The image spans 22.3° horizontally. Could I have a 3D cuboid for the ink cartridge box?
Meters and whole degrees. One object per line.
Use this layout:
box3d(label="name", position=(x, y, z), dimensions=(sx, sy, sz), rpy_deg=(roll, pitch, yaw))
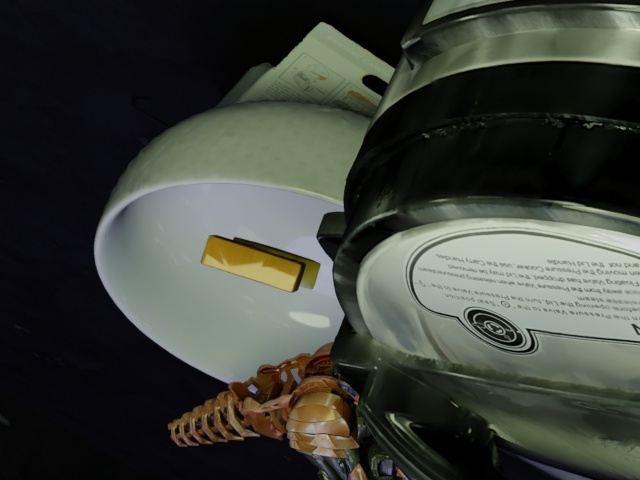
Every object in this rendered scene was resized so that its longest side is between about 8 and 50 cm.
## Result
box3d(label="ink cartridge box", position=(0.027, -0.090, 1.331), dimensions=(0.189, 0.066, 0.232), rpy_deg=(31, 141, -15))

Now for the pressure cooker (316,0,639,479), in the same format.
box3d(label="pressure cooker", position=(0.212, -0.028, 0.765), dimensions=(0.375, 0.420, 0.370), rpy_deg=(26, 159, -2))

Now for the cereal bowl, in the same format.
box3d(label="cereal bowl", position=(0.000, 0.000, 1.289), dimensions=(0.339, 0.141, 0.339), rpy_deg=(13, 150, 8))

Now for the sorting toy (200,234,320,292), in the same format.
box3d(label="sorting toy", position=(0.077, 0.062, 1.062), dimensions=(0.307, 0.041, 0.229), rpy_deg=(18, -178, 4))

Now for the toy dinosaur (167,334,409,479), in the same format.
box3d(label="toy dinosaur", position=(0.038, 0.143, 1.270), dimensions=(0.322, 0.164, 0.218), rpy_deg=(14, 139, 41))
